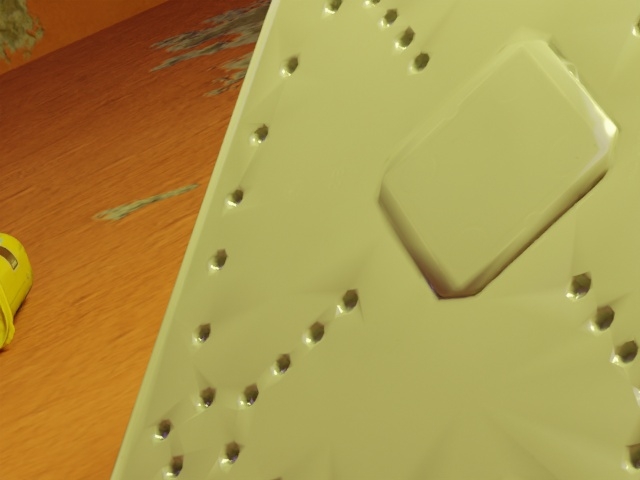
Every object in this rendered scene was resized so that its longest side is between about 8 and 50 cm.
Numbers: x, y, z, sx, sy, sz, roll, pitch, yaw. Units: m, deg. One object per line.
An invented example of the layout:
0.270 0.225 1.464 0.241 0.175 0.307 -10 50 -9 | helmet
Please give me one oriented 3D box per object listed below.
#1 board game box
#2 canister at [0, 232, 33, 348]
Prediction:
0.094 -0.024 0.941 0.390 0.050 0.390 -6 58 43 | board game box
-0.304 0.052 1.621 0.126 0.073 0.170 -18 12 4 | canister
